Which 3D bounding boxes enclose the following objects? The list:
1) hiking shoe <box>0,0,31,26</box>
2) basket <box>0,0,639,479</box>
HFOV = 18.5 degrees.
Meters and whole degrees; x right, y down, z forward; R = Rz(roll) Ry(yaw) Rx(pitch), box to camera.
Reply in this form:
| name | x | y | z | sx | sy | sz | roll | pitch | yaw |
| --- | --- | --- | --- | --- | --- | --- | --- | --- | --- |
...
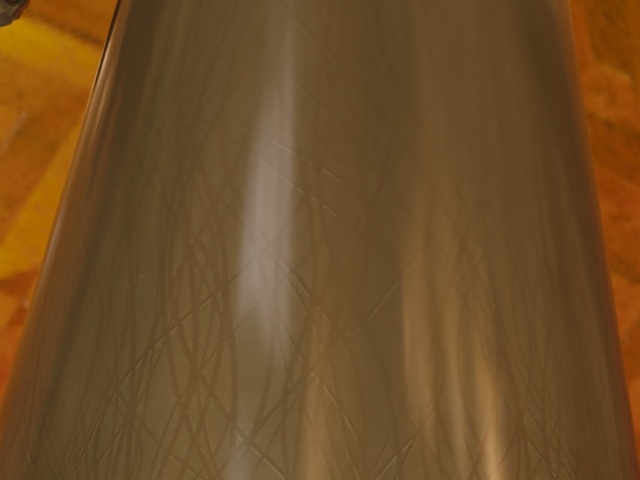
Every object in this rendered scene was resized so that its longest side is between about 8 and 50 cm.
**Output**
| name | x | y | z | sx | sy | sz | roll | pitch | yaw |
| --- | --- | --- | --- | --- | --- | --- | --- | --- | --- |
| hiking shoe | -0.212 | -0.237 | 1.012 | 0.113 | 0.304 | 0.132 | -9 | 144 | -12 |
| basket | 0.000 | 0.000 | 0.578 | 0.204 | 0.227 | 0.154 | -4 | 158 | 19 |
